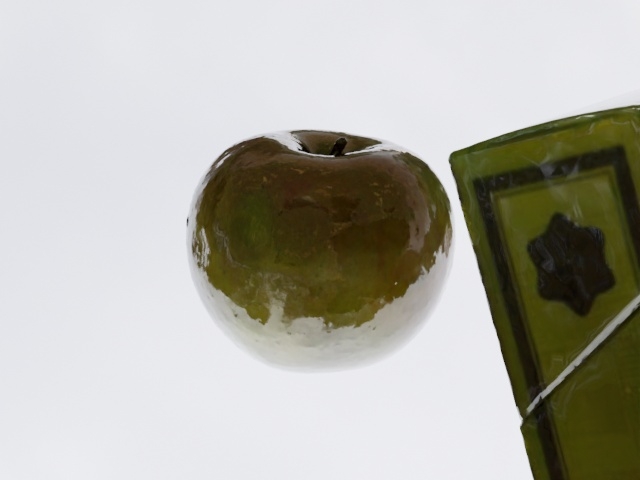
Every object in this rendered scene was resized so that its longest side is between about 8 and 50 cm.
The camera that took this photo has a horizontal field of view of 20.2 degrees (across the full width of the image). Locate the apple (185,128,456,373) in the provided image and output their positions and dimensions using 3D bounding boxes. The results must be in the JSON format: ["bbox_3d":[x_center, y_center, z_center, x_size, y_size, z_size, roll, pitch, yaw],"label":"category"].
[{"bbox_3d":[0.000,0.000,0.592,0.090,0.074,0.089,2,-150,-1],"label":"apple"}]

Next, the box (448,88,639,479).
[{"bbox_3d":[0.119,0.064,0.440,0.064,0.220,0.141,-14,-177,44],"label":"box"}]
